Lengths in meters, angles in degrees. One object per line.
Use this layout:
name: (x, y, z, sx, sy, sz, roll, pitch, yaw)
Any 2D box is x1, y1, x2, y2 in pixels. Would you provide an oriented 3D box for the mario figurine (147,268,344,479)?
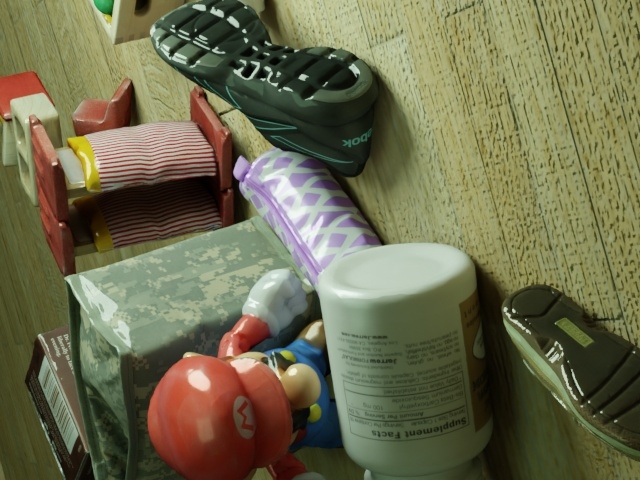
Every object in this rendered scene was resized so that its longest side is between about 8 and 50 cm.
mario figurine: (-0.018, 0.140, 1.286, 0.198, 0.320, 0.170, 29, 102, 18)

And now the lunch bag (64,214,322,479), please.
lunch bag: (-0.131, 0.148, 1.527, 0.169, 0.235, 0.287, 46, 145, 42)

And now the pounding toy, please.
pounding toy: (-0.225, -0.353, 1.568, 0.206, 0.094, 0.181, 59, 152, 26)

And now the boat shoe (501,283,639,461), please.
boat shoe: (0.199, 0.106, 1.040, 0.190, 0.068, 0.072, -125, 16, -52)

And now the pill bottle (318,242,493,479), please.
pill bottle: (0.077, 0.128, 1.210, 0.131, 0.131, 0.229, 24, 126, 58)

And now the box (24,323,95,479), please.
box: (-0.246, 0.191, 1.830, 0.168, 0.203, 0.167, 64, 154, 19)

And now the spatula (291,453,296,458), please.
spatula: (0.017, 0.296, 1.451, 0.168, 0.019, 0.242, 55, 174, -5)

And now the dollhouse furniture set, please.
dollhouse furniture set: (-0.255, -0.127, 1.670, 0.374, 0.201, 0.152, -128, 31, -49)

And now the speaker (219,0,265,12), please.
speaker: (-0.089, -0.282, 1.380, 0.055, 0.055, 0.136, 23, 126, 59)

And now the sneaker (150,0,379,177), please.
sneaker: (-0.057, -0.138, 1.320, 0.267, 0.101, 0.106, 31, 147, 36)

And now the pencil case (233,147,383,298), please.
pencil case: (0.000, 0.000, 1.337, 0.206, 0.088, 0.086, 55, 138, 35)
